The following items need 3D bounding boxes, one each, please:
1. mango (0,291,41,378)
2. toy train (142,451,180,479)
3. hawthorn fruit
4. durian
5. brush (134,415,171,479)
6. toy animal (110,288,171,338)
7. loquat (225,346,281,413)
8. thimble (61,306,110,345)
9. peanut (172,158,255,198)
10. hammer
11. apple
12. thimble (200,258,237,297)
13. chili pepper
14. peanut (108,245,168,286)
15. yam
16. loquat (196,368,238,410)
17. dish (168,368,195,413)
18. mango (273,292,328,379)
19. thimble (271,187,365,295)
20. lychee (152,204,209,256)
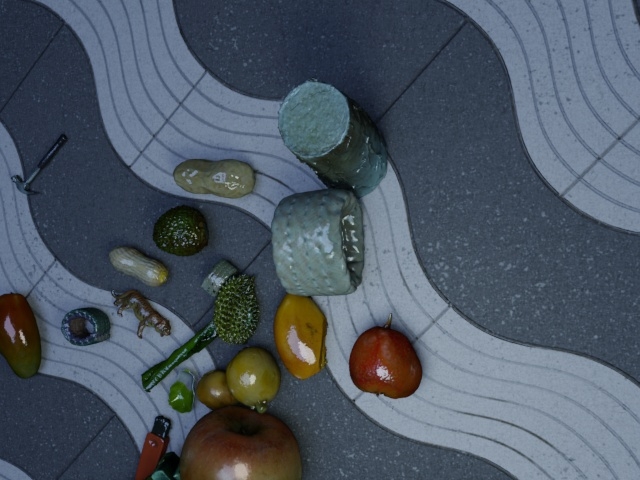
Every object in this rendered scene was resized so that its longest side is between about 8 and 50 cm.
[{"bbox_3d":[-0.988,0.312,2.008,0.146,0.129,0.289,-21,94,14],"label":"mango"},{"bbox_3d":[-0.480,0.813,1.834,0.397,0.160,0.253,-38,94,14],"label":"toy train"},{"bbox_3d":[0.174,0.305,1.640,0.197,0.196,0.225,2,76,16],"label":"hawthorn fruit"},{"bbox_3d":[-0.233,0.205,1.779,0.096,0.137,0.220,8,93,46],"label":"durian"},{"bbox_3d":[-0.535,0.703,1.922,0.070,0.051,0.323,17,96,13],"label":"brush"},{"bbox_3d":[-0.563,0.226,1.919,0.241,0.057,0.099,45,96,12],"label":"toy animal"},{"bbox_3d":[-0.189,0.394,1.744,0.150,0.172,0.204,-22,60,8],"label":"loquat"},{"bbox_3d":[-0.741,0.271,1.949,0.135,0.090,0.118,1,92,16],"label":"thimble"},{"bbox_3d":[-0.316,-0.185,1.796,0.257,0.123,0.123,6,93,14],"label":"peanut"},{"bbox_3d":[-0.910,-0.249,2.017,0.246,0.029,0.103,-44,80,12],"label":"hammer"},{"bbox_3d":[-0.224,0.636,1.691,0.339,0.338,0.304,16,104,15],"label":"apple"},{"bbox_3d":[-0.299,0.112,1.815,0.062,0.084,0.110,35,71,11],"label":"thimble"},{"bbox_3d":[-0.408,0.326,1.868,0.359,0.085,0.076,-43,119,8],"label":"chili pepper"},{"bbox_3d":[-0.563,0.078,1.894,0.207,0.087,0.087,25,98,14],"label":"peanut"},{"bbox_3d":[0.035,-0.259,1.600,0.241,0.348,0.240,-4,79,18],"label":"yam"},{"bbox_3d":[-0.299,0.448,1.819,0.137,0.113,0.137,16,126,23],"label":"loquat"},{"bbox_3d":[-0.413,0.458,1.887,0.091,0.039,0.137,15,95,20],"label":"dish"},{"bbox_3d":[-0.053,0.267,1.732,0.154,0.126,0.252,-14,87,5],"label":"mango"},{"bbox_3d":[0.000,0.000,1.637,0.195,0.291,0.291,-3,91,17],"label":"thimble"},{"bbox_3d":[-0.417,-0.025,1.814,0.171,0.171,0.171,0,92,16],"label":"lychee"}]
